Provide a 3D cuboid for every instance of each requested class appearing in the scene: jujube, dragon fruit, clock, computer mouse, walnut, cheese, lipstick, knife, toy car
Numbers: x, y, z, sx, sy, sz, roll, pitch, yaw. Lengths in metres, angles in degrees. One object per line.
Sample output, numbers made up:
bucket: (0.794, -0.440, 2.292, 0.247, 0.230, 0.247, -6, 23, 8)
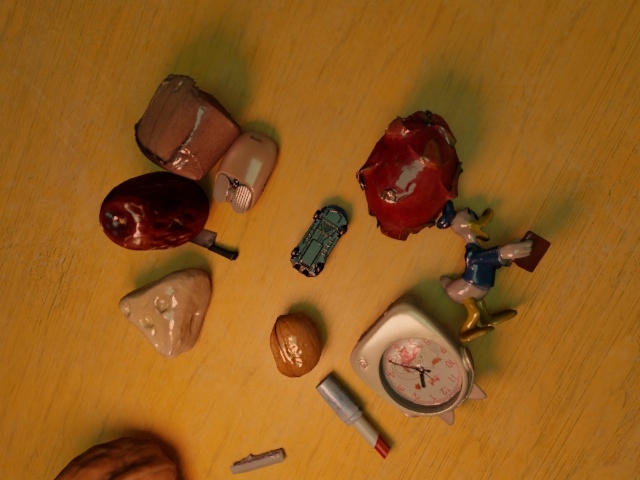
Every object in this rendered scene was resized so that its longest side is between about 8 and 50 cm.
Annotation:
jujube: (-0.439, -0.078, 1.127, 0.222, 0.318, 0.223, 3, 103, 12)
dragon fruit: (0.216, -0.156, 1.035, 0.250, 0.250, 0.315, 41, 117, 7)
clock: (0.260, 0.328, 1.090, 0.324, 0.108, 0.265, 42, 113, 7)
computer mouse: (-0.216, -0.199, 1.191, 0.145, 0.082, 0.237, 30, 98, 8)
walnut: (-0.070, 0.288, 1.165, 0.144, 0.144, 0.180, -26, 84, 12)
cheese: (-0.450, 0.173, 1.223, 0.251, 0.173, 0.248, 33, 101, 13)
lipstick: (0.099, 0.502, 1.180, 0.068, 0.061, 0.274, -44, 84, 9)
knife: (-0.350, -0.002, 1.265, 0.230, 0.028, 0.060, 20, 85, 13)
walnut: (-0.590, 0.756, 1.187, 0.383, 0.383, 0.384, 1, 94, 12)
toy car: (0.000, 0.000, 1.168, 0.103, 0.063, 0.216, 33, 94, 8)

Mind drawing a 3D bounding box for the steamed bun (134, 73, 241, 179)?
steamed bun: (-0.354, -0.301, 1.152, 0.301, 0.199, 0.252, 44, 104, 38)

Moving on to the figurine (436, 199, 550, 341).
figurine: (0.398, 0.036, 1.027, 0.283, 0.204, 0.339, -37, 72, 37)

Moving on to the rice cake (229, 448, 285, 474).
rice cake: (-0.194, 0.673, 1.269, 0.180, 0.030, 0.042, -22, 94, 12)
